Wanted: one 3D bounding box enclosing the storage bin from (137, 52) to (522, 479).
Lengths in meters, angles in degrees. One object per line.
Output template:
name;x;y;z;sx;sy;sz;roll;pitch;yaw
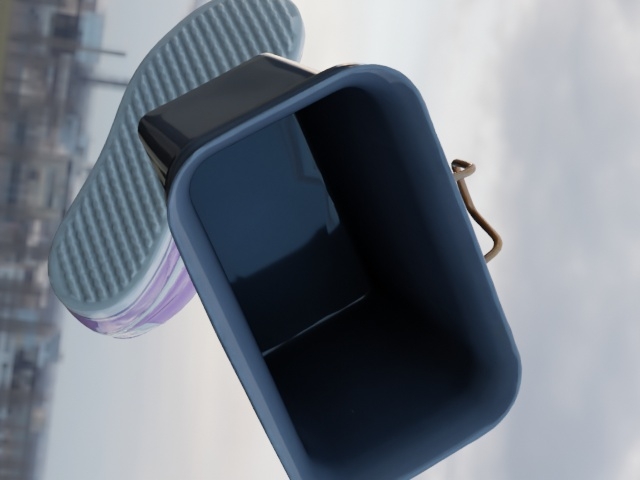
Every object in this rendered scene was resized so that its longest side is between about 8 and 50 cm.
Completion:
storage bin;0.000;0.000;0.519;0.091;0.098;0.135;42;-22;60

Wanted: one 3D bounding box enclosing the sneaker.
sneaker;-0.101;-0.053;1.210;0.282;0.102;0.161;-55;163;-9
